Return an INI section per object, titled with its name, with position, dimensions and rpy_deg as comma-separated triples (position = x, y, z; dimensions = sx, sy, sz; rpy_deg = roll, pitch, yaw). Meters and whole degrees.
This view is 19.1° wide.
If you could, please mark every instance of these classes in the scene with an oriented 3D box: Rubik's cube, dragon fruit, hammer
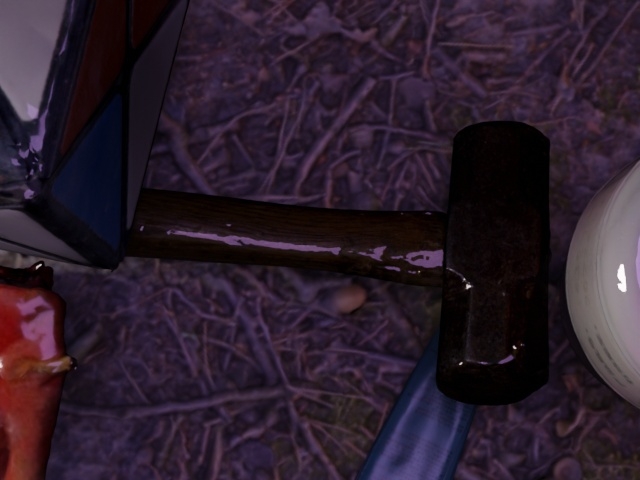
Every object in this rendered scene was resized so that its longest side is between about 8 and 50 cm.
[Rubik's cube]
position = -0.299, -0.168, 1.531
dimensions = 0.310, 0.305, 0.307
rpy_deg = 9, 79, 9
[dragon fruit]
position = -0.329, 0.174, 1.530
dimensions = 0.228, 0.286, 0.329
rpy_deg = 5, 93, -17
[hammer]
position = 0.000, 0.000, 1.643
dimensions = 0.409, 0.095, 0.242
rpy_deg = 6, 63, 4

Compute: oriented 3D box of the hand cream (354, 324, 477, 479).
[hand cream]
position = 0.101, 0.154, 1.678
dimensions = 0.083, 0.048, 0.224
rpy_deg = 25, 88, 0

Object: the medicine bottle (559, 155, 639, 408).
[medicine bottle]
position = 0.322, 0.035, 1.572
dimensions = 0.241, 0.302, 0.241
rpy_deg = 1, 83, -5
